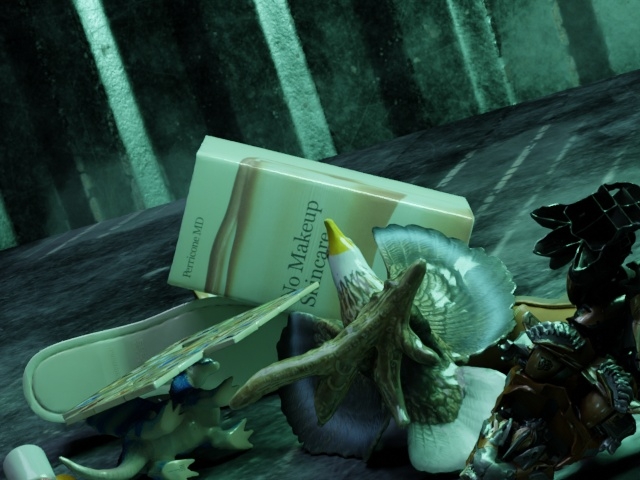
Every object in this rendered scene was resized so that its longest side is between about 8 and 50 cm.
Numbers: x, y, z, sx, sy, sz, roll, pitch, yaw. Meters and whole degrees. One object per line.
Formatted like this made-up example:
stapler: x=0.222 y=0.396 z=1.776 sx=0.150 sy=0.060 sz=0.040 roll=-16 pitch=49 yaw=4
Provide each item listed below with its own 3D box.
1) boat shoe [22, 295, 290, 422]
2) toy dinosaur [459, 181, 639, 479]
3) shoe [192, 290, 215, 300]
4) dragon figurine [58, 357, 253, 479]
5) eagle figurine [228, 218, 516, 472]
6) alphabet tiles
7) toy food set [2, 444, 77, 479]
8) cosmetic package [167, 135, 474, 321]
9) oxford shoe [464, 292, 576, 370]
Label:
boat shoe: x=-0.157 y=0.132 z=1.816 sx=0.324 sy=0.117 sz=0.097 roll=-12 pitch=-6 yaw=-2
toy dinosaur: x=0.221 y=0.057 z=1.223 sx=0.218 sy=0.164 sz=0.322 roll=88 pitch=-153 yaw=-63
shoe: x=-0.134 y=0.074 z=2.201 sx=0.058 sy=0.077 sz=0.219 roll=-24 pitch=8 yaw=-1
dragon figurine: x=-0.166 y=0.188 z=1.590 sx=0.144 sy=0.085 sz=0.289 roll=-10 pitch=12 yaw=40
eagle figurine: x=0.056 y=0.081 z=1.451 sx=0.226 sy=0.225 sz=0.298 roll=5 pitch=-6 yaw=6
alphabet tiles: x=-0.132 y=0.111 z=1.580 sx=0.198 sy=0.009 sz=0.237 roll=-24 pitch=5 yaw=34
toy food set: x=-0.303 y=0.258 z=1.435 sx=0.232 sy=0.111 sz=0.104 roll=-11 pitch=37 yaw=-23
cosmetic package: x=0.000 y=0.000 z=1.763 sx=0.296 sy=0.153 sz=0.129 roll=12 pitch=11 yaw=-2
oxford shoe: x=0.192 y=0.097 z=1.502 sx=0.212 sy=0.076 sz=0.076 roll=-17 pitch=40 yaw=50
